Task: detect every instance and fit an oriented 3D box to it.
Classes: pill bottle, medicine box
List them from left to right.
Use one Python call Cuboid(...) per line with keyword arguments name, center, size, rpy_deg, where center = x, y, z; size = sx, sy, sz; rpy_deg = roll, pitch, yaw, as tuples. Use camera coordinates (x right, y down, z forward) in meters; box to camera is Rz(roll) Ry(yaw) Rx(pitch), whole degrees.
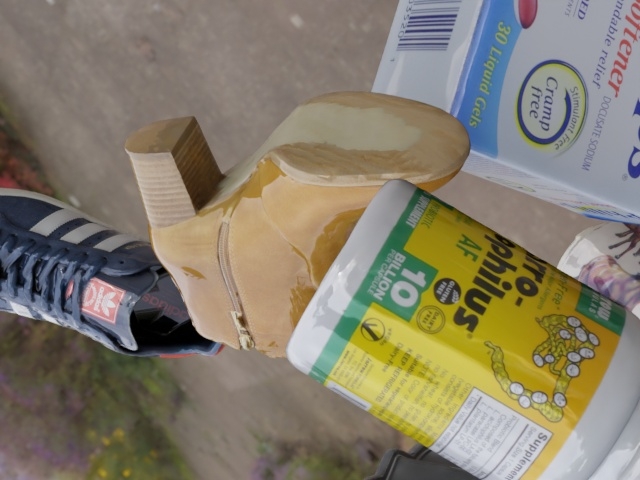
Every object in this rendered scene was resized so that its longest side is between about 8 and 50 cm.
Cuboid(name="pill bottle", center=(0.098, 0.066, 0.667), size=(0.208, 0.117, 0.117), rpy_deg=(31, 161, 3))
Cuboid(name="medicine box", center=(0.220, -0.174, 1.123), size=(0.289, 0.263, 0.149), rpy_deg=(17, 179, -29))

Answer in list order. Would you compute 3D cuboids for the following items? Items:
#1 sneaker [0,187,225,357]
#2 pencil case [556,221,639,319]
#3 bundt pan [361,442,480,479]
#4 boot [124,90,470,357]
Cuboid(name="sneaker", center=(-0.244, 0.041, 1.280), size=(0.350, 0.131, 0.148), rpy_deg=(12, -167, -22))
Cuboid(name="pencil case", center=(0.438, 0.137, 1.353), size=(0.183, 0.160, 0.410), rpy_deg=(27, -164, -49))
Cuboid(name="bundt pan", center=(0.126, 0.310, 0.918), size=(0.124, 0.330, 0.330), rpy_deg=(-6, 131, 37))
Cuboid(name="boot", center=(-0.001, 0.001, 0.977), size=(0.295, 0.104, 0.211), rpy_deg=(1, 130, 30))
